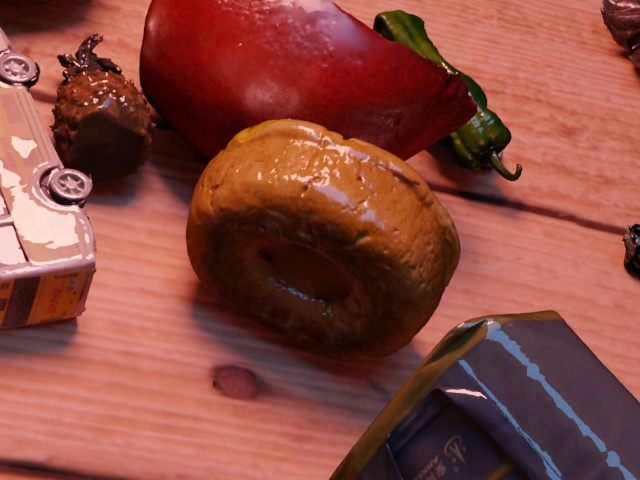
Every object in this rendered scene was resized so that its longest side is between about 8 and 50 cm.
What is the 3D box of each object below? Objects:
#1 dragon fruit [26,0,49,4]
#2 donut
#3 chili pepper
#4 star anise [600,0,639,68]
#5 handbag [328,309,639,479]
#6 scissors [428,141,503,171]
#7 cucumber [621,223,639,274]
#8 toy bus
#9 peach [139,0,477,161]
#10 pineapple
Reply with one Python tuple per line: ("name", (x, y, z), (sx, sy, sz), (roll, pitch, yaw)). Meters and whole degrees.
("dragon fruit", (-0.307, -0.345, 2.005), (0.193, 0.274, 0.192), (48, -5, -39))
("donut", (0.000, 0.000, 1.797), (0.261, 0.208, 0.128), (23, 42, 3))
("chili pepper", (0.137, -0.168, 2.093), (0.074, 0.100, 0.257), (-28, 60, -3))
("star anise", (0.417, -0.254, 2.372), (0.180, 0.061, 0.204), (-12, 58, -51))
("handbag", (0.173, 0.218, 1.618), (0.241, 0.263, 0.222), (47, 20, 26))
("scissors", (0.027, -0.202, 2.150), (0.256, 0.029, 0.383), (-11, 52, -35))
("cucumber", (0.411, 0.041, 2.079), (0.181, 0.053, 0.053), (29, 41, 1))
("toy bus", (-0.314, -0.071, 1.797), (0.138, 0.097, 0.342), (-11, 54, -26))
("peach", (-0.030, -0.152, 1.931), (0.361, 0.201, 0.258), (26, -1, 2))
("pineapple", (-0.231, -0.141, 1.915), (0.108, 0.108, 0.198), (6, 32, -21))
